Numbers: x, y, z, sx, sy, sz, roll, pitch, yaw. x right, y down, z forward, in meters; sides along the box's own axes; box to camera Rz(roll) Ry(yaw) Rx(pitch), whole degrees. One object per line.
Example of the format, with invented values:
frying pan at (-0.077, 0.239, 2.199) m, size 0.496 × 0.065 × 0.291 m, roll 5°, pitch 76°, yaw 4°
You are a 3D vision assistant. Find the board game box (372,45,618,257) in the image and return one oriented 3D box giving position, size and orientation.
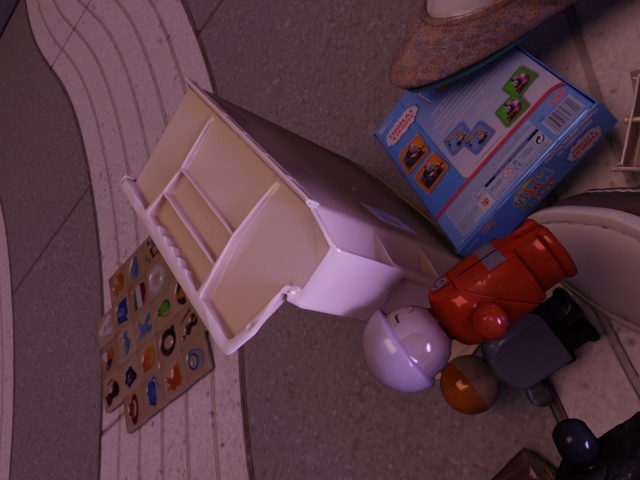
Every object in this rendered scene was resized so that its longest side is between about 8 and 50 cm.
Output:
board game box at (0.144, -0.105, 0.568) m, size 0.160 × 0.039 × 0.211 m, roll -51°, pitch 37°, yaw 22°

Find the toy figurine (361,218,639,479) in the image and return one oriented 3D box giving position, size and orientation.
toy figurine at (0.145, 0.118, 0.403) m, size 0.148 × 0.209 × 0.213 m, roll -37°, pitch 56°, yaw 8°

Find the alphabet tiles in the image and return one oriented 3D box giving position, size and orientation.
alphabet tiles at (-0.262, 0.123, 0.959) m, size 0.343 × 0.011 × 0.285 m, roll -40°, pitch 54°, yaw 30°

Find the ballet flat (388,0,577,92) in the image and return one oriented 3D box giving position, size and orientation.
ballet flat at (0.179, -0.241, 0.506) m, size 0.316 × 0.106 × 0.107 m, roll -25°, pitch 42°, yaw 22°

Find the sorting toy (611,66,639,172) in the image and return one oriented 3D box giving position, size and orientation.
sorting toy at (0.272, -0.085, 0.462) m, size 0.075 × 0.045 × 0.083 m, roll 10°, pitch 85°, yaw 39°

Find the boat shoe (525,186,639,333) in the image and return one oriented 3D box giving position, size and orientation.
boat shoe at (0.272, 0.012, 0.376) m, size 0.097 × 0.116 × 0.324 m, roll -41°, pitch 23°, yaw -13°

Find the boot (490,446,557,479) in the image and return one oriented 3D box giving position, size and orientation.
boot at (0.159, 0.239, 0.488) m, size 0.114 × 0.037 × 0.106 m, roll -45°, pitch 53°, yaw 21°

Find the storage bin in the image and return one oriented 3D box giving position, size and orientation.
storage bin at (0.000, 0.000, 0.550) m, size 0.123 × 0.262 × 0.260 m, roll -56°, pitch 46°, yaw 15°
